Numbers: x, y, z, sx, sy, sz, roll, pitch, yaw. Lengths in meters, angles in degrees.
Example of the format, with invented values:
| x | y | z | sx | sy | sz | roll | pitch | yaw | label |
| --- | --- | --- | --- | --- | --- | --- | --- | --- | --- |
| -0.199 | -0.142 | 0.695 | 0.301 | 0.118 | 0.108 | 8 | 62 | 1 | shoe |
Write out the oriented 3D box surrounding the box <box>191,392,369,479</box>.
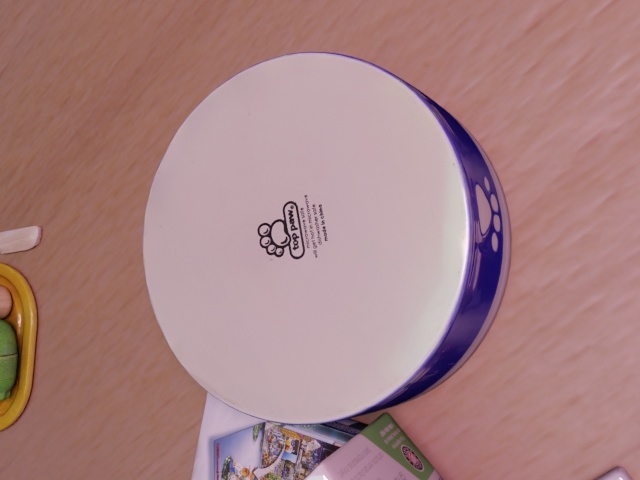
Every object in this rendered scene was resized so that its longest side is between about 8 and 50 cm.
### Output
| x | y | z | sx | sy | sz | roll | pitch | yaw | label |
| --- | --- | --- | --- | --- | --- | --- | --- | --- | --- |
| -0.035 | 0.248 | 0.569 | 0.159 | 0.044 | 0.233 | 11 | 91 | 27 | box |

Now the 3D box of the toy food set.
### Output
| x | y | z | sx | sy | sz | roll | pitch | yaw | label |
| --- | --- | --- | --- | --- | --- | --- | --- | --- | --- |
| -0.361 | 0.091 | 0.733 | 0.128 | 0.071 | 0.218 | 0 | 86 | 27 | toy food set |

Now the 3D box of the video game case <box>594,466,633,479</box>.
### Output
| x | y | z | sx | sy | sz | roll | pitch | yaw | label |
| --- | --- | --- | --- | --- | --- | --- | --- | --- | --- |
| 0.181 | 0.290 | 0.467 | 0.193 | 0.023 | 0.212 | -40 | 70 | 19 | video game case |

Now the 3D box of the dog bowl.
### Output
| x | y | z | sx | sy | sz | roll | pitch | yaw | label |
| --- | --- | --- | --- | --- | --- | --- | --- | --- | --- |
| 0.000 | 0.000 | 0.539 | 0.265 | 0.104 | 0.265 | -3 | 84 | 27 | dog bowl |

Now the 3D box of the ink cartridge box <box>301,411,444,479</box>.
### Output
| x | y | z | sx | sy | sz | roll | pitch | yaw | label |
| --- | --- | --- | --- | --- | --- | --- | --- | --- | --- |
| 0.063 | 0.225 | 0.416 | 0.092 | 0.160 | 0.219 | -45 | 76 | 11 | ink cartridge box |
